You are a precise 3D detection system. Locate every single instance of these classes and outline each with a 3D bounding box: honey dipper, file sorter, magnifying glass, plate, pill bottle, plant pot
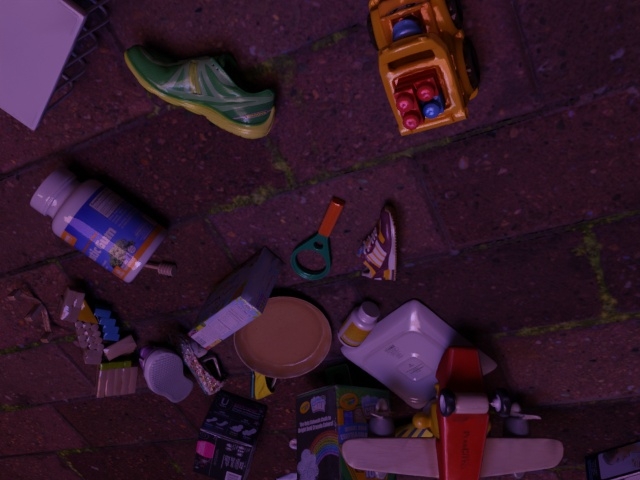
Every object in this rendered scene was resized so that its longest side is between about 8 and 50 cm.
[{"bbox_3d":[-0.434,0.061,1.478,0.161,0.030,0.030,9,129,14],"label":"honey dipper"},{"bbox_3d":[-0.507,-0.382,1.066,0.193,0.173,0.278,37,129,-13],"label":"file sorter"},{"bbox_3d":[0.000,0.000,1.299,0.092,0.026,0.231,24,132,-1],"label":"magnifying glass"},{"bbox_3d":[0.227,0.293,1.437,0.278,0.045,0.277,39,128,-13],"label":"plate"},{"bbox_3d":[0.091,0.194,1.390,0.065,0.065,0.116,27,130,-4],"label":"pill bottle"},{"bbox_3d":[-0.091,0.232,1.457,0.236,0.032,0.236,-1,114,-3],"label":"plant pot"},{"bbox_3d":[-0.496,-0.040,1.339,0.272,0.152,0.152,36,128,-12],"label":"pill bottle"}]

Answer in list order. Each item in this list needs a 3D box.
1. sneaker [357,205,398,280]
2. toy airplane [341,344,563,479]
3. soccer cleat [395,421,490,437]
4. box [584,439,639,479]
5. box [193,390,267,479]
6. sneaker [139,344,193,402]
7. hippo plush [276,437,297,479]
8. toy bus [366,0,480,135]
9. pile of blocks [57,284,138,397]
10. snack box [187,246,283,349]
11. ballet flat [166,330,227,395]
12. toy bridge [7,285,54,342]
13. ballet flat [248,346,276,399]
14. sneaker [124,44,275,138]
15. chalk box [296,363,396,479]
[{"bbox_3d":[0.117,0.010,1.238,0.084,0.069,0.185,2,126,10],"label":"sneaker"},{"bbox_3d":[0.299,0.464,1.350,0.384,0.272,0.386,-44,100,3],"label":"toy airplane"},{"bbox_3d":[0.296,0.483,1.552,0.289,0.093,0.121,-15,90,32],"label":"soccer cleat"},{"bbox_3d":[0.811,0.559,1.430,0.169,0.087,0.290,43,127,-16],"label":"box"},{"bbox_3d":[-0.264,0.583,1.752,0.163,0.142,0.247,18,131,2],"label":"box"},{"bbox_3d":[-0.443,0.328,1.590,0.161,0.102,0.282,40,155,22],"label":"sneaker"},{"bbox_3d":[0.036,0.621,1.684,0.294,0.234,0.236,26,124,54],"label":"hippo plush"},{"bbox_3d":[0.149,-0.272,0.922,0.149,0.211,0.220,-10,121,26],"label":"toy bus"},{"bbox_3d":[-0.609,0.265,1.658,0.112,0.149,0.362,28,137,56],"label":"pile of blocks"},{"bbox_3d":[-0.191,0.132,1.361,0.070,0.174,0.207,41,128,-16],"label":"snack box"},{"bbox_3d":[-0.327,0.320,1.623,0.077,0.091,0.241,-27,124,-2],"label":"ballet flat"},{"bbox_3d":[-0.801,0.199,1.675,0.026,0.063,0.188,-5,126,20],"label":"toy bridge"},{"bbox_3d":[-0.152,0.333,1.577,0.077,0.077,0.231,-4,129,-6],"label":"ballet flat"},{"bbox_3d":[-0.214,-0.295,1.103,0.295,0.109,0.123,25,108,-1],"label":"sneaker"},{"bbox_3d":[0.058,0.458,1.488,0.179,0.289,0.180,17,151,-33],"label":"chalk box"}]
